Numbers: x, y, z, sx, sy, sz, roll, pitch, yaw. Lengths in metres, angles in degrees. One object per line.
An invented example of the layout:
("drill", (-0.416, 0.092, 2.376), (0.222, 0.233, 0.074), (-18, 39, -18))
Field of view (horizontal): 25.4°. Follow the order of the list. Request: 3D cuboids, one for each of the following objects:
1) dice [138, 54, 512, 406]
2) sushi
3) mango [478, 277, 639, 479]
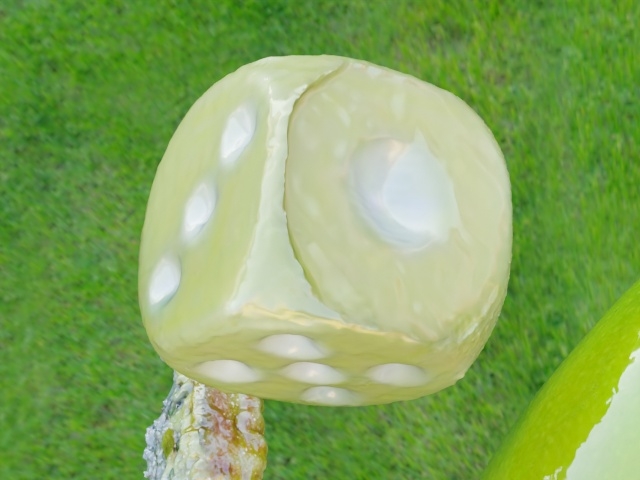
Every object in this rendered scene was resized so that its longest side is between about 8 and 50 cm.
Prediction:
("dice", (0.000, 0.000, 0.842), (0.169, 0.169, 0.166), (-26, 53, 53))
("sushi", (-0.159, 0.276, 2.015), (0.139, 0.184, 0.274), (18, 51, -23))
("mango", (0.171, 0.156, 0.818), (0.156, 0.192, 0.343), (22, 102, -8))
